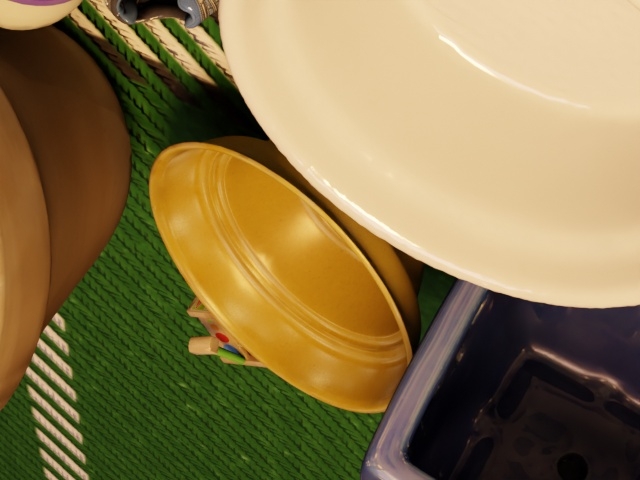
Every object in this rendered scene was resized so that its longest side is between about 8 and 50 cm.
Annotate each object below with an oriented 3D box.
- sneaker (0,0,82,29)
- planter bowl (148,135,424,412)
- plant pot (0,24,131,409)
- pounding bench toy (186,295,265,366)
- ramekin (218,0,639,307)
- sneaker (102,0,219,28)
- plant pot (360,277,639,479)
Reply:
[{"bbox_3d":[-0.223,-0.276,1.002,0.323,0.130,0.236,36,140,1],"label":"sneaker"},{"bbox_3d":[0.000,0.000,1.203,0.217,0.090,0.217,34,149,23],"label":"planter bowl"},{"bbox_3d":[-0.266,-0.030,1.170,0.323,0.280,0.323,6,106,21],"label":"plant pot"},{"bbox_3d":[-0.059,0.067,1.374,0.052,0.083,0.065,4,139,38],"label":"pounding bench toy"},{"bbox_3d":[0.101,-0.106,0.932,0.277,0.135,0.277,22,149,14],"label":"ramekin"},{"bbox_3d":[-0.115,-0.160,1.121,0.135,0.058,0.052,16,146,25],"label":"sneaker"},{"bbox_3d":[0.162,0.119,1.122,0.236,0.236,0.212,29,157,4],"label":"plant pot"}]
